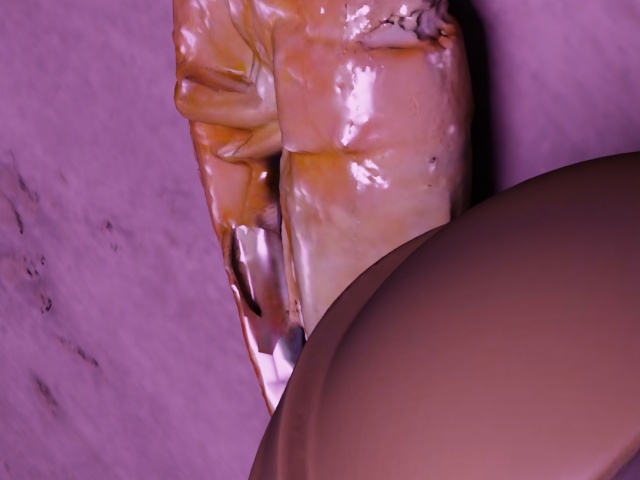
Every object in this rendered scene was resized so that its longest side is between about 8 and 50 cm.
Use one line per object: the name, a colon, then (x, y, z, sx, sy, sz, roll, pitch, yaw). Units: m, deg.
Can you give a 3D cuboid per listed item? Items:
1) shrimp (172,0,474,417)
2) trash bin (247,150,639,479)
shrimp: (0.001, 0.000, 0.644, 0.145, 0.061, 0.267, 10, 120, 50)
trash bin: (0.071, 0.123, 0.525, 0.214, 0.214, 0.333, 41, 136, 22)
